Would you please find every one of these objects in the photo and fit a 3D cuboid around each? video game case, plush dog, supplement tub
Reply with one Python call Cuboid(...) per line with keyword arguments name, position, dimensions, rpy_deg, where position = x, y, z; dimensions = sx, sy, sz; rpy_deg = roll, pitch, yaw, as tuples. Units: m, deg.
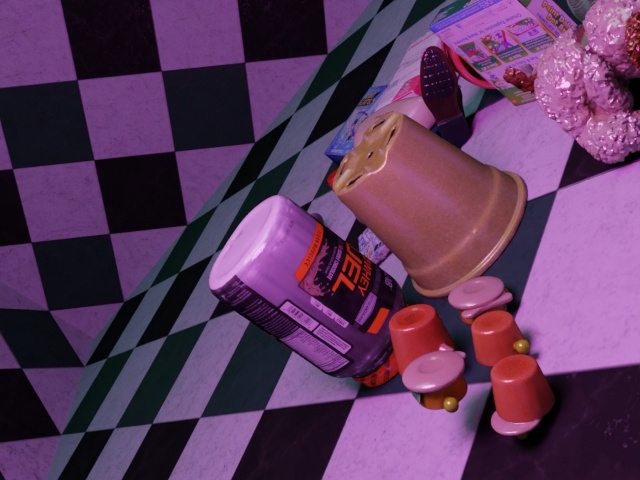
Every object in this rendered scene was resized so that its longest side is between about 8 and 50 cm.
Cuboid(name="video game case", position=(0.135, -0.320, 2.218), dimensions=(0.244, 0.061, 0.269), rpy_deg=(-54, 18, -4))
Cuboid(name="plush dog", position=(0.419, -0.281, 1.187), dimensions=(0.225, 0.210, 0.262), rpy_deg=(-55, 13, 37))
Cuboid(name="supplement tub", position=(-0.003, 0.095, 1.368), dimensions=(0.207, 0.338, 0.207), rpy_deg=(-45, 20, 22))

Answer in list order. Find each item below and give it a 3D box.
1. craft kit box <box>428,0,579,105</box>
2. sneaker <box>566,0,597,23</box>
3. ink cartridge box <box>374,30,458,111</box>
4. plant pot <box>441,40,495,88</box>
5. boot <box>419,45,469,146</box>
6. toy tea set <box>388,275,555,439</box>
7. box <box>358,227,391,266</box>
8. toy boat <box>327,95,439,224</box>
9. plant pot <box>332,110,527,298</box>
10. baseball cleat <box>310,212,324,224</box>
Cuboid(name="craft kit box", position=(0.358, -0.358, 1.457), dimensions=(0.061, 0.246, 0.250), rpy_deg=(-55, 19, -14))
Cuboid(name="sneaker", position=(0.530, -0.495, 1.575), dimensions=(0.083, 0.118, 0.222), rpy_deg=(-20, 62, 28))
Cuboid(name="ink cartridge box", position=(0.260, -0.407, 2.008), dimensions=(0.172, 0.100, 0.237), rpy_deg=(-19, 40, 60))
Cuboid(name="plant pot", position=(0.353, -0.423, 1.686), dimensions=(0.191, 0.191, 0.174), rpy_deg=(-49, 12, 13))
Cuboid(name="boot", position=(0.258, -0.315, 1.697), dimensions=(0.082, 0.219, 0.106), rpy_deg=(-14, 24, 13))
Cuboid(name="toy tea set", position=(0.210, 0.181, 1.122), dimensions=(0.200, 0.124, 0.336), rpy_deg=(-20, 21, 5))
Cuboid(name="box", position=(0.123, 0.002, 1.723), dimensions=(0.094, 0.027, 0.137), rpy_deg=(-47, 20, 23))
Cuboid(name="toy boat", position=(0.149, -0.191, 1.865), dimensions=(0.318, 0.148, 0.267), rpy_deg=(-52, 22, -20))
Cuboid(name="plant pot", position=(0.170, -0.080, 1.399), dimensions=(0.276, 0.254, 0.276), rpy_deg=(-46, 21, 23))
Cuboid(name="baseball cleat", position=(0.000, 0.000, 1.988), dimensions=(0.109, 0.072, 0.206), rpy_deg=(-23, 37, 32))
